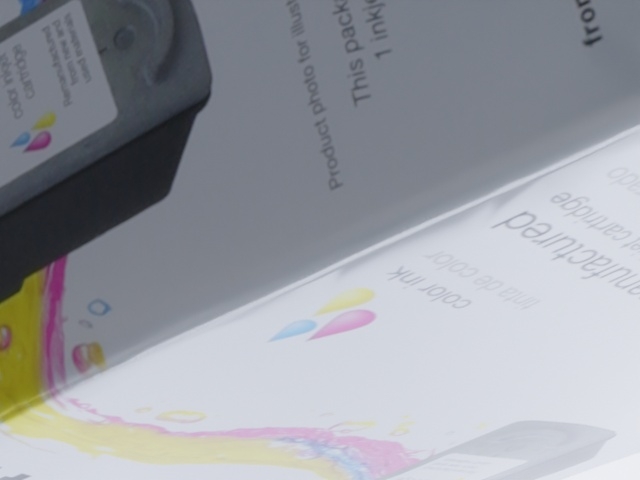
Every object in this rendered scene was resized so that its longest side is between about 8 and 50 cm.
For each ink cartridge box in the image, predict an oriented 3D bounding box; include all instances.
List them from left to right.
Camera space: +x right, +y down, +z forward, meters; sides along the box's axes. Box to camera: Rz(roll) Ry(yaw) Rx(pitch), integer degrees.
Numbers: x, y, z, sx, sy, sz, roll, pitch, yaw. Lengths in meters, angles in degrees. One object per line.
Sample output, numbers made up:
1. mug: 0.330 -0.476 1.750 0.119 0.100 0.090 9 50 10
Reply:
1. ink cartridge box: 0.000 0.000 0.552 0.306 0.226 0.131 -26 -117 27
